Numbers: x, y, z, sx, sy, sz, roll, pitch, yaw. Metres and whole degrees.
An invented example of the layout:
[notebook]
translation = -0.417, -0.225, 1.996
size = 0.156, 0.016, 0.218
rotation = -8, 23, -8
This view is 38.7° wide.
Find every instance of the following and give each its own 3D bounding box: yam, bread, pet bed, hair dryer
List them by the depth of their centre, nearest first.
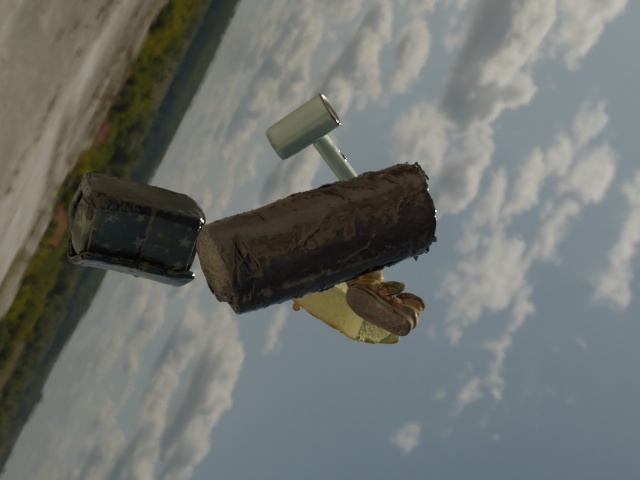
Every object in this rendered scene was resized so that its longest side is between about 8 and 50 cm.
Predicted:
[yam]
translation = 0.000, 0.000, 1.093
size = 0.131, 0.280, 0.131
rotation = 161, -90, -72
[bread]
translation = 0.035, 0.105, 1.500
size = 0.188, 0.125, 0.068
rotation = 31, -79, 35
[pet bed]
translation = -0.316, -0.007, 1.526
size = 0.183, 0.211, 0.159
rotation = 44, -61, 62
[hair dryer]
translation = 0.012, -0.157, 1.724
size = 0.131, 0.236, 0.073
rotation = -33, -144, 12

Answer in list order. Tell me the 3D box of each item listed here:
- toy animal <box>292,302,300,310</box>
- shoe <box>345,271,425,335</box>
[toy animal]
translation = -0.003, 0.049, 1.817
size = 0.255, 0.114, 0.116
rotation = -28, -176, 20
[shoe]
translation = 0.084, 0.081, 1.204
size = 0.069, 0.109, 0.072
rotation = -37, 138, -45
